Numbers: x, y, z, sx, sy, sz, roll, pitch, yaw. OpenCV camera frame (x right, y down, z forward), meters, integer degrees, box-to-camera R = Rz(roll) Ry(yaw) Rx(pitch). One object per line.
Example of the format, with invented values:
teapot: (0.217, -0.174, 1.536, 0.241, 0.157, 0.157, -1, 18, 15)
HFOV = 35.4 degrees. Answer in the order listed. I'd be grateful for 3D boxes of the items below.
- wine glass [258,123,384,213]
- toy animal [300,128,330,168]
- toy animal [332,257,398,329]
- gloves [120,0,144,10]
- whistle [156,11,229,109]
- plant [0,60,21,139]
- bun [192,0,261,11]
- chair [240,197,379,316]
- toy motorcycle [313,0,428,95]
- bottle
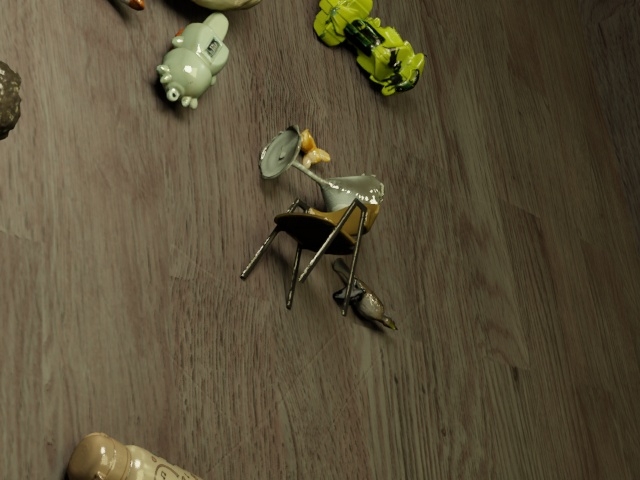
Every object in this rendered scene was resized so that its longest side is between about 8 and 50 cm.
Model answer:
wine glass: (-0.003, -0.120, 1.999, 0.232, 0.156, 0.156, 33, 47, -34)
toy animal: (-0.022, -0.187, 2.082, 0.083, 0.060, 0.081, 59, -4, -11)
toy animal: (0.099, 0.126, 2.060, 0.202, 0.070, 0.105, 43, 22, -26)
gloves: (-0.362, -0.506, 1.744, 0.131, 0.140, 0.218, -16, 100, -28)
whistle: (-0.230, -0.338, 1.845, 0.101, 0.106, 0.253, 77, 27, -46)
plant: (-0.514, -0.204, 1.365, 0.203, 0.142, 0.131, 5, 77, -62)
bun: (-0.199, -0.620, 1.908, 0.365, 0.219, 0.365, 48, 28, -35)
chair: (0.000, 0.000, 1.853, 0.172, 0.159, 0.246, 37, 66, -40)
toy motorcycle: (0.126, -0.457, 2.364, 0.342, 0.142, 0.206, 36, 7, -37)
bottle: (-0.262, 0.341, 1.427, 0.209, 0.097, 0.110, 39, 11, -34)
